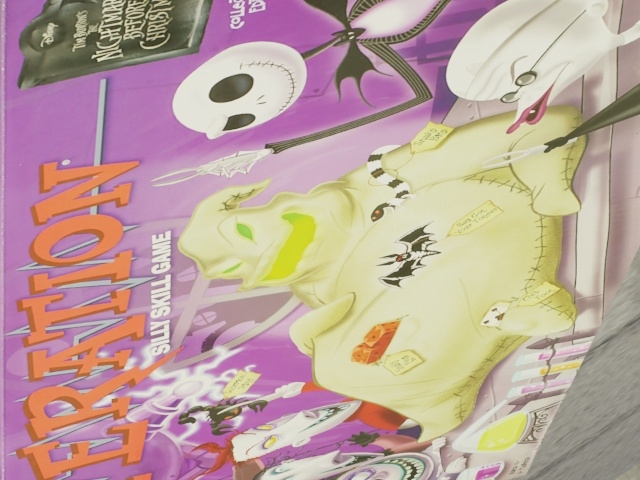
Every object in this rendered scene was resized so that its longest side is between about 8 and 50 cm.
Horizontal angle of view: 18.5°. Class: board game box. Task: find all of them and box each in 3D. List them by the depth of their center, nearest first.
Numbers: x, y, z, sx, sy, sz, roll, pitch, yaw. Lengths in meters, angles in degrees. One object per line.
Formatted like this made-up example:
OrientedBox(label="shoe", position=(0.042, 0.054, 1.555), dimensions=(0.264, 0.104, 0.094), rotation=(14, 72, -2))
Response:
OrientedBox(label="board game box", position=(0.000, 0.000, 0.585), dimensions=(0.208, 0.056, 0.347), rotation=(-8, 149, -14))
